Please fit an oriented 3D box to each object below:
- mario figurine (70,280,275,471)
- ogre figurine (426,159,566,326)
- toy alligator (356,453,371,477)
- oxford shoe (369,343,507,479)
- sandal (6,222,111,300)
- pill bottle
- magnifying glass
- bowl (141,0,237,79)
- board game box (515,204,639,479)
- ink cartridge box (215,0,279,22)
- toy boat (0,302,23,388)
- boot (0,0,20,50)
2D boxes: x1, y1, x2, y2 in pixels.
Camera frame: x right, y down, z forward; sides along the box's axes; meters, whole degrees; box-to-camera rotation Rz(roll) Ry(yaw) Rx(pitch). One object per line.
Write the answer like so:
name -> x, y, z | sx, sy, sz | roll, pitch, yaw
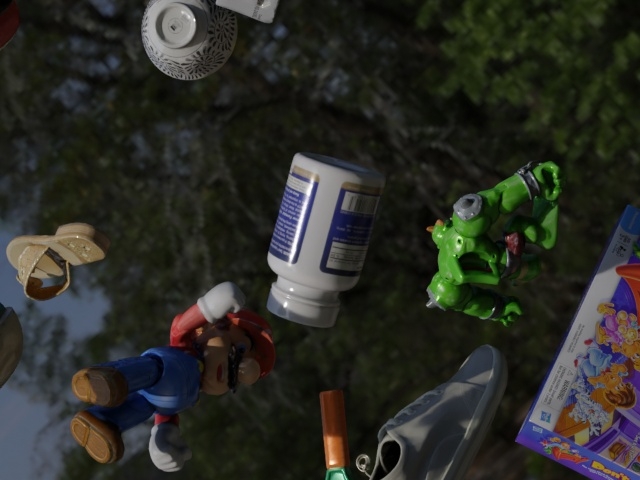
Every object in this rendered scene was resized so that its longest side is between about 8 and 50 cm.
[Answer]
mario figurine -> -0.165, 0.179, 1.859 | 0.320, 0.170, 0.198 | -26, -15, -46
ogre figurine -> 0.176, 0.008, 1.451 | 0.118, 0.097, 0.197 | -5, -32, -25
toy alligator -> 0.094, 0.383, 2.081 | 0.056, 0.189, 0.051 | -38, -35, 4
oxford shoe -> 0.157, 0.280, 2.036 | 0.449, 0.130, 0.169 | -53, -5, -49
sandal -> -0.371, 0.041, 1.899 | 0.240, 0.088, 0.079 | -18, 43, 49
pill bottle -> 0.000, 0.000, 1.642 | 0.112, 0.112, 0.186 | -21, -52, -75
magnifying glass -> 0.024, 0.292, 1.659 | 0.092, 0.231, 0.026 | -12, -12, 26
bowl -> -0.230, -0.353, 2.349 | 0.170, 0.170, 0.080 | -44, -6, 11
board game box -> 0.425, 0.152, 1.796 | 0.347, 0.233, 0.078 | -60, -8, -27
ink cartridge box -> -0.051, -0.304, 1.377 | 0.109, 0.063, 0.150 | 120, 166, -74
toy boat -> -0.477, 0.162, 1.480 | 0.318, 0.148, 0.267 | -25, 17, 30
boot -> -0.356, -0.252, 1.514 | 0.176, 0.088, 0.244 | -21, 5, 25
